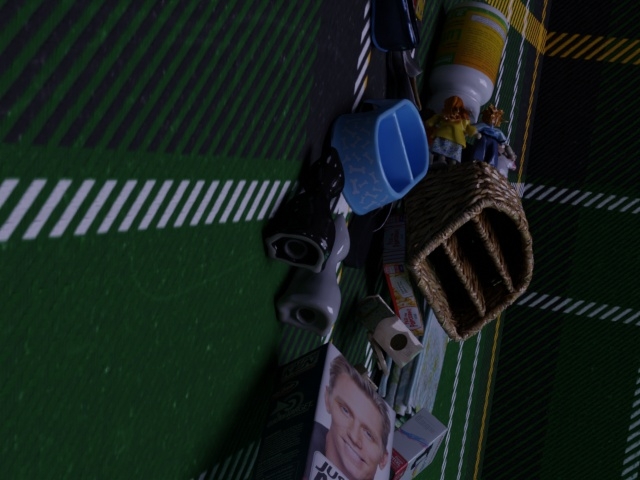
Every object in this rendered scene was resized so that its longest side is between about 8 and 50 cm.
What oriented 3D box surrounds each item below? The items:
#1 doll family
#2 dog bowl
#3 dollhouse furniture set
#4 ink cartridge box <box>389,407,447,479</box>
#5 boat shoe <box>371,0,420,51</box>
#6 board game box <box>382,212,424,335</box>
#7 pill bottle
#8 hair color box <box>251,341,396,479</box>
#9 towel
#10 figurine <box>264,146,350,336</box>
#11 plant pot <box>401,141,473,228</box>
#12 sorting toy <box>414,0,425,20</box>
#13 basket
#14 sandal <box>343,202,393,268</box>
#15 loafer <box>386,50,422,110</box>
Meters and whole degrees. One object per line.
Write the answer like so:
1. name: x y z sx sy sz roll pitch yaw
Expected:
1. doll family: 0.300 -0.196 2.103 0.118 0.262 0.163 -32 -138 62
2. dog bowl: 0.106 -0.148 1.761 0.297 0.074 0.166 -41 117 -63
3. dollhouse furniture set: 0.071 0.181 1.956 0.101 0.161 0.182 49 -1 -25
4. ink cartridge box: 0.168 0.441 2.176 0.175 0.072 0.127 -31 150 -38
5. boat shoe: 0.138 -0.443 1.764 0.109 0.089 0.258 -58 151 -50
6. board game box: 0.163 0.068 2.064 0.147 0.045 0.194 -83 160 -50
7. pill bottle: 0.303 -0.362 2.227 0.136 0.136 0.246 62 41 -62
8. hair color box: 0.005 0.321 1.483 0.174 0.105 0.347 49 27 -22
9. towel: 0.211 0.229 2.334 0.320 0.090 0.375 60 43 -66
10. figurine: 0.000 0.000 1.587 0.209 0.092 0.215 -68 159 -45
11. plant pot: 0.282 -0.101 2.248 0.187 0.166 0.188 72 33 -53
12. sorting toy: 0.156 -0.519 1.853 0.132 0.046 0.275 -41 136 -63
13. basket: 0.302 0.023 2.059 0.299 0.213 0.223 58 23 -44
14. sandal: 0.103 -0.060 1.904 0.097 0.054 0.255 65 38 -60
15. loafer: 0.157 -0.312 1.931 0.062 0.061 0.170 -54 147 -52
